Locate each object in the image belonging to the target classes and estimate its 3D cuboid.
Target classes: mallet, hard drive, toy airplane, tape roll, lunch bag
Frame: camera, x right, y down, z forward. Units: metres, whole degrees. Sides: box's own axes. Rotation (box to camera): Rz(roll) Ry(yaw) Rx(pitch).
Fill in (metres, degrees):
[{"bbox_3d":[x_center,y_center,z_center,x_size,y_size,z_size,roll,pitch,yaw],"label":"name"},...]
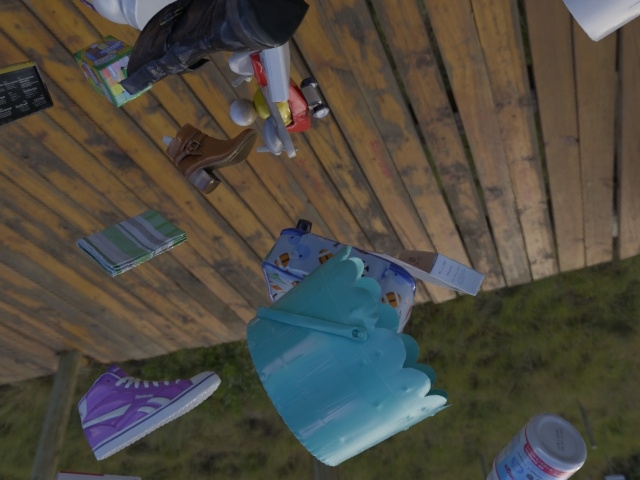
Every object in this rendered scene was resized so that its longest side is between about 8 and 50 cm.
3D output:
[{"bbox_3d":[0.000,0.000,1.338,0.039,0.190,0.062,2,106,-40],"label":"mallet"},{"bbox_3d":[-0.110,-0.514,1.207,0.047,0.233,0.353,-5,134,3],"label":"hard drive"},{"bbox_3d":[-0.174,-0.450,1.712,0.272,0.386,0.384,-29,110,17],"label":"toy airplane"},{"bbox_3d":[0.481,-0.486,0.935,0.246,0.246,0.169,28,138,-36],"label":"tape roll"},{"bbox_3d":[0.030,0.098,1.106,0.303,0.115,0.243,22,155,15],"label":"lunch bag"}]

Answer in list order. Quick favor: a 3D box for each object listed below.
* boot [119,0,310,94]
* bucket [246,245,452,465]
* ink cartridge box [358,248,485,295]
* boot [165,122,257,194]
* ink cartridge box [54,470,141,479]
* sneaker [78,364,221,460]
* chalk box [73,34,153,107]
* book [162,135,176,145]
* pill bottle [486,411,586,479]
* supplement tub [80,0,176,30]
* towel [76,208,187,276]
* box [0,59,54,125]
[{"bbox_3d":[-0.092,-0.270,0.595,0.229,0.263,0.091,2,142,45],"label":"boot"},{"bbox_3d":[0.036,0.163,0.797,0.183,0.281,0.281,-33,139,5],"label":"bucket"},{"bbox_3d":[0.235,0.051,1.376,0.239,0.060,0.275,26,177,-9],"label":"ink cartridge box"},{"bbox_3d":[-0.256,-0.223,1.297,0.197,0.152,0.073,-45,166,1],"label":"boot"},{"bbox_3d":[-0.590,0.718,1.398,0.207,0.117,0.283,16,118,-24],"label":"ink cartridge box"},{"bbox_3d":[-0.357,0.305,1.144,0.282,0.161,0.102,-27,164,-12],"label":"sneaker"},{"bbox_3d":[-0.594,-0.489,1.636,0.132,0.213,0.132,-39,141,-21],"label":"chalk box"},{"bbox_3d":[-0.375,-0.249,1.540,0.096,0.144,0.035,35,95,-6],"label":"book"},{"bbox_3d":[0.310,0.331,0.823,0.087,0.087,0.160,7,130,-15],"label":"pill bottle"},{"bbox_3d":[-0.441,-0.597,1.136,0.331,0.241,0.241,34,140,4],"label":"supplement tub"},{"bbox_3d":[-0.324,-0.004,0.967,0.152,0.113,0.023,-33,144,-39],"label":"towel"},{"bbox_3d":[-0.550,-0.149,0.715,0.257,0.322,0.079,-10,113,12],"label":"box"}]
